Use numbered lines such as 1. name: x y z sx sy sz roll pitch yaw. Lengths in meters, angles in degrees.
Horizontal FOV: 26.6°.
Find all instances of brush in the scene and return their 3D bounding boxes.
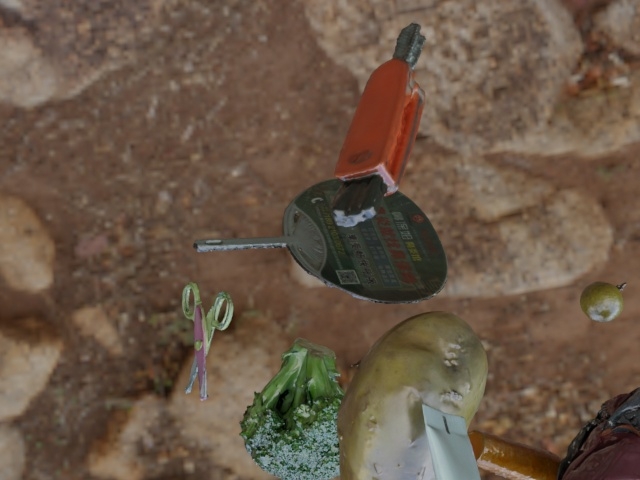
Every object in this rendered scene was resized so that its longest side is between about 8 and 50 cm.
1. brush: 0.078 -0.137 1.566 0.070 0.323 0.051 -11 134 35

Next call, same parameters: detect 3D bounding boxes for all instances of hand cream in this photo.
1. hand cream: 0.159 0.318 1.316 0.067 0.320 0.109 -20 158 23

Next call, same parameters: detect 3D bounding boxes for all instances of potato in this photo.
1. potato: 0.096 0.216 1.534 0.141 0.296 0.192 20 -149 23

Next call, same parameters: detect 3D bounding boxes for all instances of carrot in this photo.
1. carrot: 0.313 0.348 2.107 0.225 0.067 0.067 22 149 -37

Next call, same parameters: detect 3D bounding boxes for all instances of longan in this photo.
1. longan: 0.458 0.093 2.170 0.083 0.075 0.075 -39 161 2

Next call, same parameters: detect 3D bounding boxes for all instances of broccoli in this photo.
1. broccoli: -0.013 0.304 2.365 0.265 0.245 0.295 0 -169 -34

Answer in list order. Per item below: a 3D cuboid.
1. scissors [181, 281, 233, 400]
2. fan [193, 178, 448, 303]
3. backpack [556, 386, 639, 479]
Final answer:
1. scissors: -0.194 0.167 2.227 0.020 0.187 0.134 3 -172 -41
2. fan: 0.029 0.015 1.606 0.294 0.223 0.012 -27 146 -38
3. backpack: 0.450 0.410 2.069 0.197 0.283 0.317 17 -139 38
